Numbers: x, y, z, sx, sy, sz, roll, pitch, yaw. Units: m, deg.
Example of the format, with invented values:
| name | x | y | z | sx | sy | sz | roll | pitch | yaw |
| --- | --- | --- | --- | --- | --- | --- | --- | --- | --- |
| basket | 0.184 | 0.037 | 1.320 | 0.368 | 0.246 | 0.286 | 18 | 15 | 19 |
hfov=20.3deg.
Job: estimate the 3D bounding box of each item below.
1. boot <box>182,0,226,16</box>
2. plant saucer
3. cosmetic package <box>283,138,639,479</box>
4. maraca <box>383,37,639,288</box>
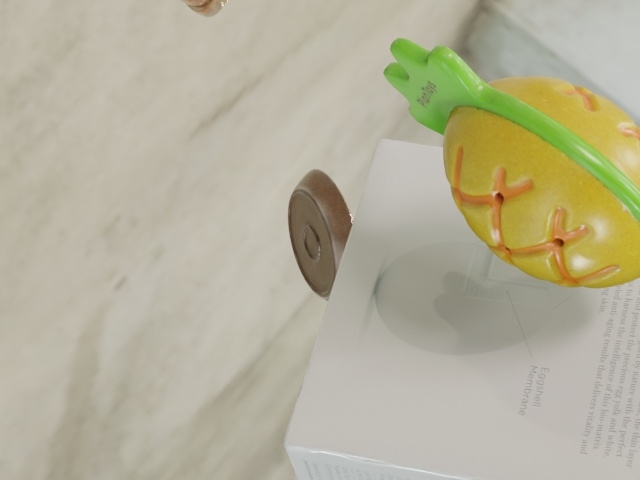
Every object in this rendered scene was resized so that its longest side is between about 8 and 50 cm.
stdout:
| name | x | y | z | sx | sy | sz | roll | pitch | yaw |
| --- | --- | --- | --- | --- | --- | --- | --- | --- | --- |
| boot | -0.180 | -0.302 | 1.429 | 0.220 | 0.283 | 0.109 | 16 | 129 | -35 |
| plant saucer | 0.000 | 0.000 | 2.106 | 0.029 | 0.168 | 0.168 | -14 | 154 | -22 |
| cosmetic package | 0.124 | 0.076 | 1.073 | 0.138 | 0.224 | 0.224 | 72 | 31 | -53 |
| maraca | 0.110 | -0.043 | 0.951 | 0.099 | 0.185 | 0.127 | -51 | 174 | -16 |
